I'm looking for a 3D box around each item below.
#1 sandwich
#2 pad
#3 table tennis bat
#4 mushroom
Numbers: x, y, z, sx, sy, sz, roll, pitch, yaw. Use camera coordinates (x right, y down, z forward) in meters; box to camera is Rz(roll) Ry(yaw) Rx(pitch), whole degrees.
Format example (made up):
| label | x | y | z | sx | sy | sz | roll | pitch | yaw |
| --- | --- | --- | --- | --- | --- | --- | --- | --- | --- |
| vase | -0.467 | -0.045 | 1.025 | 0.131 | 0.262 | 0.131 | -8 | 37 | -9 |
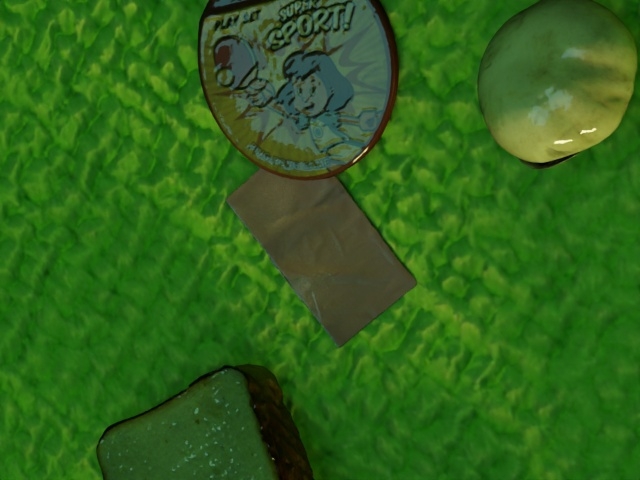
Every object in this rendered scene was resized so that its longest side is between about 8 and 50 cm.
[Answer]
| label | x | y | z | sx | sy | sz | roll | pitch | yaw |
| --- | --- | --- | --- | --- | --- | --- | --- | --- | --- |
| sandwich | -0.116 | 0.236 | 1.890 | 0.215 | 0.065 | 0.186 | -33 | 65 | 27 |
| pad | 0.000 | 0.000 | 1.847 | 0.113 | 0.006 | 0.188 | -41 | 83 | 26 |
| table tennis bat | -0.033 | -0.209 | 1.805 | 0.200 | 0.038 | 0.310 | -14 | 96 | 21 |
| mushroom | 0.212 | -0.137 | 1.658 | 0.154 | 0.122 | 0.154 | -26 | 50 | 37 |
